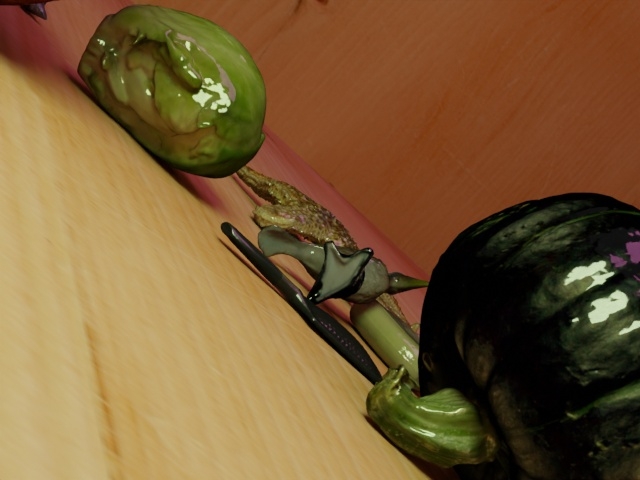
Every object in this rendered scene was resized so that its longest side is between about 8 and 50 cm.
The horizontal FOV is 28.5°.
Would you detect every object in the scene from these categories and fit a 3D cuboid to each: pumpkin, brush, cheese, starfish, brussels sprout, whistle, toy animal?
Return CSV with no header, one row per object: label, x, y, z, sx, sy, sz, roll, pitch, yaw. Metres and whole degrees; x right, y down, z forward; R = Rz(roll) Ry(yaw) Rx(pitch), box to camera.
pumpkin,0.172,0.120,0.943,0.296,0.296,0.296,43,4,-4
brush,-0.014,0.052,1.066,0.193,0.016,0.063,43,4,-16
cheese,0.097,0.128,1.232,0.097,0.037,0.192,38,8,-41
starfish,0.003,-0.003,1.481,0.299,0.060,0.302,37,7,-40
brussels sprout,-0.127,-0.137,1.158,0.183,0.131,0.145,44,27,7
whistle,-0.296,-0.253,1.312,0.033,0.029,0.083,51,10,-29
toy animal,0.033,0.030,1.228,0.105,0.070,0.202,28,9,38

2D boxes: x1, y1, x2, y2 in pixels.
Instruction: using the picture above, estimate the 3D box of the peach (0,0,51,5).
peach,-0.217,-0.349,0.949,0.372,0.372,0.290,43,-23,-15
